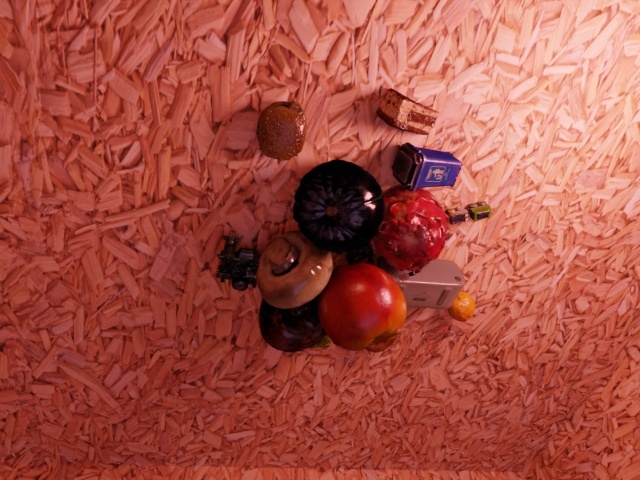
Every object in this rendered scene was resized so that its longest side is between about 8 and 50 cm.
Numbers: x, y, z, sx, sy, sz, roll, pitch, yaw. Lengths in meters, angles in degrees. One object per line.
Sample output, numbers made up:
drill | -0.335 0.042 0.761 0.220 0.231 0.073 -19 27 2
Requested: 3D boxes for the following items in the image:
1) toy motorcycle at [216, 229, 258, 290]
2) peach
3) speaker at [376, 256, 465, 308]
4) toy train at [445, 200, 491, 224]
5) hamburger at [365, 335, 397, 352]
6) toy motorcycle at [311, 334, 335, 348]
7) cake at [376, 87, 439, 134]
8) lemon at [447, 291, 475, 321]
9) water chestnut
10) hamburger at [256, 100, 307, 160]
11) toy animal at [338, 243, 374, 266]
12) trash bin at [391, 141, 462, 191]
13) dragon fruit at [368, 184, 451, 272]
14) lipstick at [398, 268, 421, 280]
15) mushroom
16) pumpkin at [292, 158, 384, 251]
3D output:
toy motorcycle | -0.351 0.096 1.907 0.205 0.127 0.275 11 125 -12
peach | 0.165 0.268 1.855 0.389 0.388 0.388 -4 124 -6
speaker | 0.456 0.206 2.076 0.407 0.183 0.184 4 129 -10
toy train | 0.656 -0.120 1.940 0.202 0.081 0.060 -13 125 1
hamburger | 0.291 0.499 2.293 0.231 0.106 0.230 -8 124 -12
toy motorcycle | -0.020 0.476 2.206 0.343 0.142 0.206 -4 123 -8
cake | 0.345 -0.457 1.632 0.246 0.135 0.112 19 118 -20
lemon | 0.715 0.339 2.224 0.142 0.142 0.187 -17 127 3
water chestnut | -0.126 0.348 2.041 0.351 0.350 0.302 14 164 -17
hamburger | -0.139 -0.406 1.601 0.190 0.122 0.215 6 120 -10
toy animal | 0.173 0.059 1.987 0.233 0.084 0.148 -1 123 -4
trash bin | 0.420 -0.295 1.747 0.235 0.184 0.162 -1 125 -22
dragon fruit | 0.384 -0.028 1.856 0.371 0.249 0.386 -8 114 -6
lipstick | 0.381 0.143 1.843 0.025 0.025 0.107 13 151 -41
mushroom | -0.114 0.113 1.815 0.352 0.352 0.260 -27 135 10
pumpkin | 0.067 -0.131 1.703 0.364 0.266 0.363 4 108 13
